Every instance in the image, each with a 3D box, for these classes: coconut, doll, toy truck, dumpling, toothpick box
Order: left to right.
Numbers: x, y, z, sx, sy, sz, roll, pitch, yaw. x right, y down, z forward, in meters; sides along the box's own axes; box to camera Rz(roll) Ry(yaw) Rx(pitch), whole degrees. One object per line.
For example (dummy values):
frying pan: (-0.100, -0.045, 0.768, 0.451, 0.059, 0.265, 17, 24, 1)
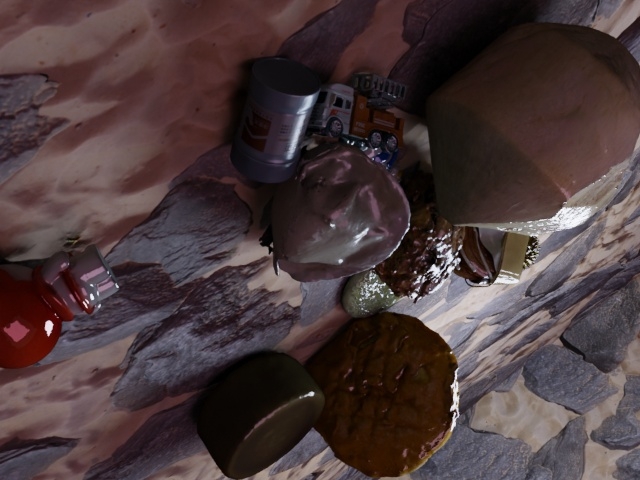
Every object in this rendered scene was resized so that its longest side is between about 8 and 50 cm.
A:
doll: (-0.418, 0.103, 1.025, 0.291, 0.129, 0.161, -28, 149, -12)
toothpick box: (-0.067, -0.171, 1.092, 0.101, 0.101, 0.153, -18, 142, -36)
dumpling: (0.017, -0.050, 1.252, 0.205, 0.163, 0.292, -4, 136, -24)
toy truck: (0.052, -0.204, 1.190, 0.178, 0.080, 0.115, 7, 95, -41)
doll: (0.098, -0.152, 1.361, 0.114, 0.057, 0.227, -51, 146, 8)
coconut: (0.370, -0.173, 1.359, 0.415, 0.344, 0.415, -31, 147, -23)

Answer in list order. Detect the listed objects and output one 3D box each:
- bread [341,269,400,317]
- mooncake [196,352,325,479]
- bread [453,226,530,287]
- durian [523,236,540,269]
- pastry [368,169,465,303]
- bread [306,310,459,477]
bread: (0.161, 0.085, 1.779, 0.267, 0.040, 0.267, -29, 149, -20)
mooncake: (-0.137, 0.389, 1.722, 0.284, 0.155, 0.284, -30, 147, -22)
bread: (0.364, -0.006, 1.728, 0.212, 0.142, 0.224, 20, 78, -23)
durian: (0.448, -0.006, 1.878, 0.237, 0.193, 0.138, -25, 173, -9)
pastry: (0.190, -0.017, 1.551, 0.275, 0.193, 0.274, -43, 144, -43)
bread: (0.165, 0.375, 1.872, 0.398, 0.398, 0.215, -44, 163, 5)
